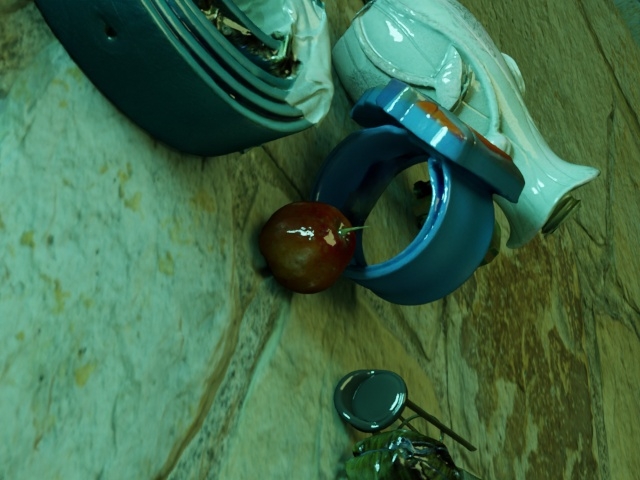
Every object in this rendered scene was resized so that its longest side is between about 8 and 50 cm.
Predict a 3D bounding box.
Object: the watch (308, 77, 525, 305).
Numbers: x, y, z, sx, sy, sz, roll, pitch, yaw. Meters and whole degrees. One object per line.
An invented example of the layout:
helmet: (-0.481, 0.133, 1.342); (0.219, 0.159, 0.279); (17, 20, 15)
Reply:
watch: (0.096, -0.072, 1.776); (0.241, 0.274, 0.305); (29, 5, -47)

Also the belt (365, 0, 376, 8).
belt: (0.132, -0.452, 2.250); (0.151, 0.078, 0.198); (28, 49, -53)

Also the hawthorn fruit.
hawthorn fruit: (-0.014, 0.000, 1.643); (0.125, 0.140, 0.125); (20, 36, -15)

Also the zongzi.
zongzi: (0.181, 0.335, 1.707); (0.300, 0.138, 0.286); (-40, 105, -50)

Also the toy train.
toy train: (0.224, -0.032, 2.100); (0.188, 0.099, 0.072); (50, 35, -31)

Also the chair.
chair: (0.116, 0.250, 1.721); (0.221, 0.095, 0.104); (43, 32, -38)

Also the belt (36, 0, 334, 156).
belt: (-0.157, -0.295, 1.510); (0.436, 0.173, 0.300); (50, 44, -35)

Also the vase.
vase: (0.226, -0.192, 1.968); (0.445, 0.250, 0.250); (48, 28, 6)
